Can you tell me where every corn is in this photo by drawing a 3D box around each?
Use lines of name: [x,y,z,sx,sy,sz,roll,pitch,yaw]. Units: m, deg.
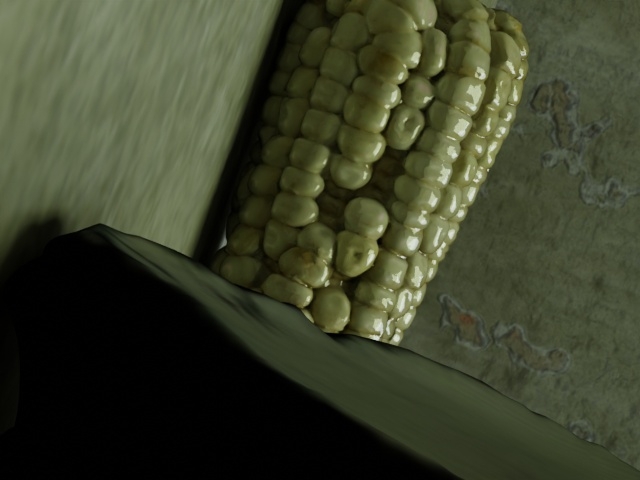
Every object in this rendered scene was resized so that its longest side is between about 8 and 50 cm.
corn: [0.000,0.000,0.632,0.087,0.087,0.211,65,50,-83]

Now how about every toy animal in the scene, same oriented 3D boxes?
toy animal: [-0.003,0.154,0.381,0.212,0.213,0.266,-20,129,-84]
